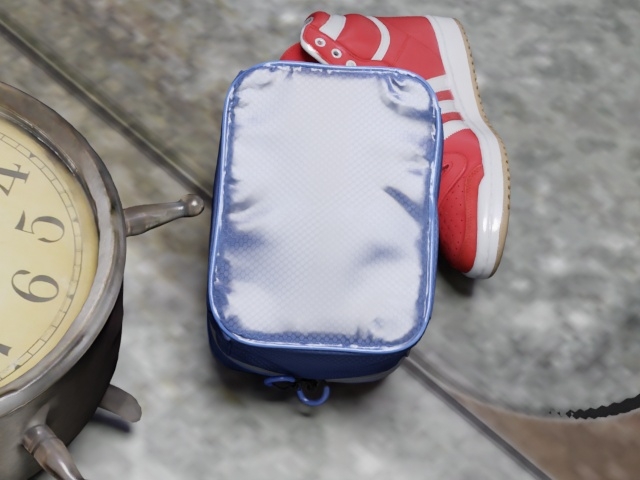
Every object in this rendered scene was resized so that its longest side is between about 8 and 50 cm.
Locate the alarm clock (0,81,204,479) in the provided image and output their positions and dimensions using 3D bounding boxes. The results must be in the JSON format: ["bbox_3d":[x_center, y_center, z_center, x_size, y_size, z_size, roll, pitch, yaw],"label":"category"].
[{"bbox_3d":[-0.139,0.010,0.557,0.192,0.064,0.129,17,52,2],"label":"alarm clock"}]

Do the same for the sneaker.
[{"bbox_3d":[0.021,-0.034,0.652,0.067,0.042,0.118,5,42,-16],"label":"sneaker"}]

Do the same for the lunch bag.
[{"bbox_3d":[0.000,0.000,0.593,0.067,0.065,0.098,6,79,-2],"label":"lunch bag"}]
